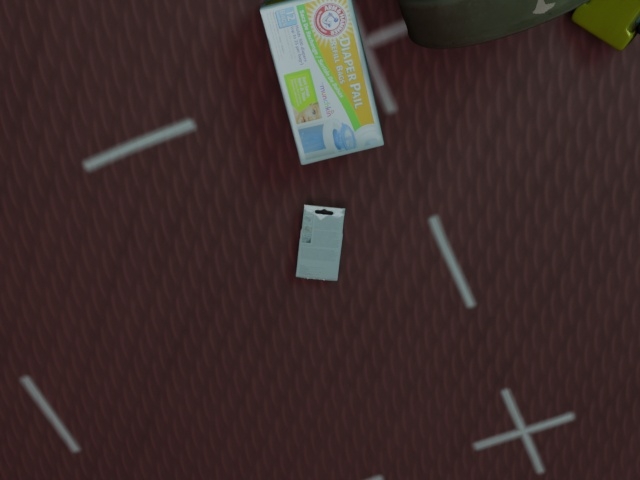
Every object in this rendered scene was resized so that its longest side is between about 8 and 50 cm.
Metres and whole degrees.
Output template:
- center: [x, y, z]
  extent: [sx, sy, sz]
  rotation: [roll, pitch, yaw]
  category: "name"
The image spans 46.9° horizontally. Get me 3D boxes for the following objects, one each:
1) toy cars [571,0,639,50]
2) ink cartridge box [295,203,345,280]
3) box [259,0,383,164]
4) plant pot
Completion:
- center: [0.374, -0.430, 0.865]
  extent: [0.177, 0.087, 0.393]
  rotation: [1, 115, 37]
  category: "toy cars"
- center: [0.000, 0.000, 1.076]
  extent: [0.063, 0.029, 0.115]
  rotation: [6, 111, -2]
  category: "ink cartridge box"
- center: [0.004, -0.216, 0.946]
  extent: [0.114, 0.103, 0.203]
  rotation: [-14, 112, 6]
  category: "box"
- center: [0.179, -0.368, 0.789]
  extent: [0.263, 0.263, 0.229]
  rotation: [-24, 116, 9]
  category: "plant pot"
